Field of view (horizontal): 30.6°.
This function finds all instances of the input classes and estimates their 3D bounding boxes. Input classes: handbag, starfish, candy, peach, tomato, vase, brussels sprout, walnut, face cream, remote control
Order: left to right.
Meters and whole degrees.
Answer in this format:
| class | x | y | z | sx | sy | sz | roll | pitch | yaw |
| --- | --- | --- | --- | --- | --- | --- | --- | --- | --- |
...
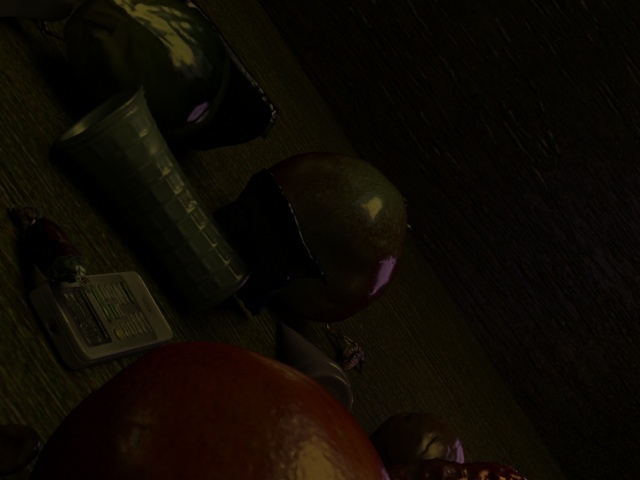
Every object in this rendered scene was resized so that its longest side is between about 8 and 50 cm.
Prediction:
| class | x | y | z | sx | sy | sz | roll | pitch | yaw |
| --- | --- | --- | --- | --- | --- | --- | --- | --- | --- |
| candy | -0.295 | 0.011 | 1.278 | 0.045 | 0.043 | 0.175 | 20 | 16 | -43 |
| remote control | -0.248 | 0.088 | 1.352 | 0.103 | 0.034 | 0.250 | 59 | 13 | 8 |
| brussels sprout | -0.259 | -0.260 | 1.713 | 0.271 | 0.210 | 0.219 | 43 | 63 | -38 |
| vase | -0.216 | -0.050 | 1.588 | 0.299 | 0.143 | 0.143 | 57 | 12 | -19 |
| handbag | -0.231 | -0.278 | 1.967 | 0.302 | 0.178 | 0.275 | 52 | -1 | -28 |
| peach | -0.092 | 0.256 | 0.972 | 0.242 | 0.306 | 0.380 | 53 | 17 | -51 |
| candy | -0.094 | 0.014 | 1.703 | 0.187 | 0.077 | 0.331 | 59 | -29 | 0 |
| face cream | -0.010 | 0.218 | 1.848 | 0.154 | 0.096 | 0.274 | 52 | 1 | -12 |
| tomato | 0.000 | 0.000 | 2.019 | 0.303 | 0.303 | 0.239 | 55 | 29 | -9 |
| starfish | 0.062 | 0.209 | 2.202 | 0.130 | 0.041 | 0.133 | 47 | 17 | -43 |
| walnut | 0.147 | 0.358 | 1.885 | 0.167 | 0.167 | 0.207 | 58 | 21 | 3 |

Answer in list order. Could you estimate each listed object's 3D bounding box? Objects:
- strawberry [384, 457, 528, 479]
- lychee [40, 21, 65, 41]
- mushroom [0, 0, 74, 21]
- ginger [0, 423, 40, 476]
| class | x | y | z | sx | sy | sz | roll | pitch | yaw |
| --- | --- | --- | --- | --- | --- | --- | --- | --- | --- |
| strawberry | 0.170 | 0.434 | 1.580 | 0.351 | 0.312 | 0.267 | 37 | -4 | -10 |
| lychee | -0.412 | -0.383 | 1.732 | 0.114 | 0.140 | 0.101 | 21 | -2 | 30 |
| mushroom | -0.474 | -0.451 | 1.622 | 0.329 | 0.122 | 0.159 | 57 | 2 | 8 |
| ginger | -0.352 | 0.078 | 0.906 | 0.333 | 0.080 | 0.166 | 62 | 19 | -15 |
